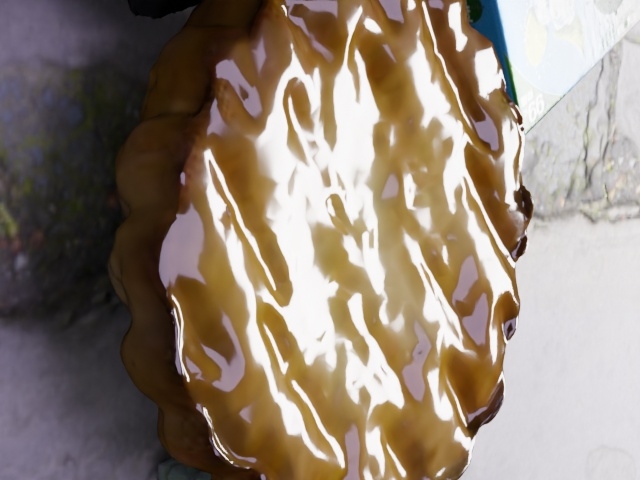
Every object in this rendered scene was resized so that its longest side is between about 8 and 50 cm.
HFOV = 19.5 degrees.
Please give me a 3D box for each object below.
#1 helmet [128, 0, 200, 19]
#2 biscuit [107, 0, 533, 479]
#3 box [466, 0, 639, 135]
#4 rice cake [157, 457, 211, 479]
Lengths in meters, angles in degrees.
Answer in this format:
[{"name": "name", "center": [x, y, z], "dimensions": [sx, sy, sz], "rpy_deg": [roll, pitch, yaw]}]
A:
[{"name": "helmet", "center": [-0.034, -0.249, 0.916], "dimensions": [0.160, 0.279, 0.230], "rpy_deg": [50, 39, 2]}, {"name": "biscuit", "center": [0.000, 0.000, 1.031], "dimensions": [0.326, 0.107, 0.325], "rpy_deg": [0, 90, -51]}, {"name": "box", "center": [0.141, -0.175, 1.257], "dimensions": [0.194, 0.073, 0.139], "rpy_deg": [-44, 129, -41]}, {"name": "rice cake", "center": [-0.005, 0.136, 1.139], "dimensions": [0.237, 0.043, 0.127], "rpy_deg": [-38, 125, -44]}]
